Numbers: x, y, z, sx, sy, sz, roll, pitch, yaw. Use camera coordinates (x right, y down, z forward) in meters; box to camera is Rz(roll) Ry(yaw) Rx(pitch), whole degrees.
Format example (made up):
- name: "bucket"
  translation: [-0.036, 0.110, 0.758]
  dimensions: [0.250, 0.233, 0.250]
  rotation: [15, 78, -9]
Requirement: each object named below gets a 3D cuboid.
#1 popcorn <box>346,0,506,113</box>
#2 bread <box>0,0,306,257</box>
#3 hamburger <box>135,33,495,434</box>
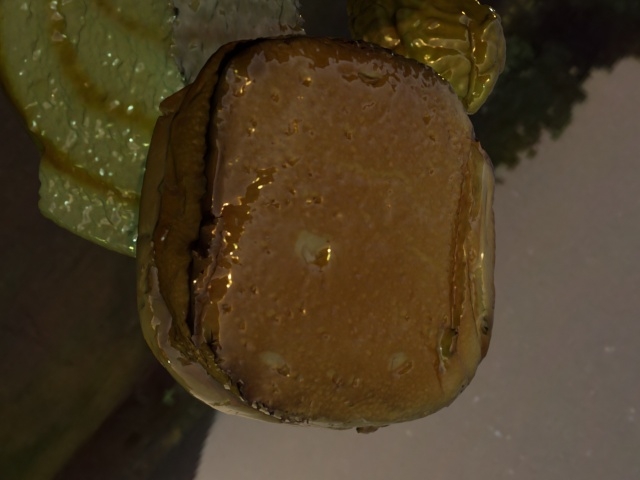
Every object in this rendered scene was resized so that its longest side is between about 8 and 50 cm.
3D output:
- name: "popcorn"
  translation: [0.124, -0.227, 1.429]
  dimensions: [0.200, 0.226, 0.203]
  rotation: [-42, 150, -22]
- name: "bread"
  translation: [-0.168, -0.147, 1.123]
  dimensions: [0.239, 0.263, 0.396]
  rotation: [-21, 106, -63]
- name: "hamburger"
  translation: [-0.003, -0.007, 0.922]
  dimensions: [0.174, 0.284, 0.305]
  rotation: [-11, -110, 52]
